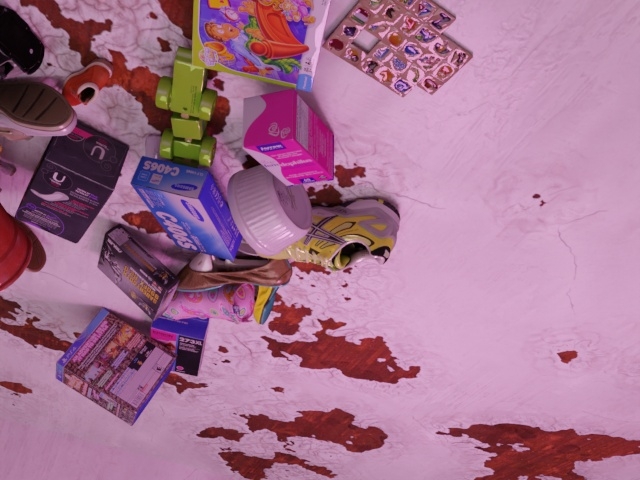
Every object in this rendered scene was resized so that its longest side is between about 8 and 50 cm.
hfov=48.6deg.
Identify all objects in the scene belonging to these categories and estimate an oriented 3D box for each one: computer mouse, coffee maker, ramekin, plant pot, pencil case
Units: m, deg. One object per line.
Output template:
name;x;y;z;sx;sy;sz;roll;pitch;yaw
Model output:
computer mouse;-0.375;-0.168;1.662;0.106;0.042;0.193;7;143;5
coffee maker;-0.668;-0.386;1.400;0.178;0.120;0.171;-13;114;26
ramekin;-0.105;-0.078;1.594;0.109;0.207;0.207;-22;134;23
plant pot;-0.841;-0.040;1.623;0.272;0.272;0.265;5;139;6
pencil case;-0.320;0.173;2.007;0.284;0.124;0.124;1;143;27

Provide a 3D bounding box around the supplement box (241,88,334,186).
supplement box;-0.061;-0.202;1.431;0.111;0.114;0.220;-7;160;21

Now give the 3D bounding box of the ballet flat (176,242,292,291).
ballet flat;-0.245;0.064;1.899;0.342;0.116;0.124;-1;122;14

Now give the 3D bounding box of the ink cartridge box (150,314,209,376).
ink cartridge box;-0.466;0.328;2.326;0.175;0.069;0.371;14;141;-5

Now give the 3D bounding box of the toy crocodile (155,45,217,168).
toy crocodile;-0.273;-0.259;1.483;0.115;0.105;0.341;11;139;-1

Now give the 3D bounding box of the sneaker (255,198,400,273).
sneaker;0.000;0.000;1.713;0.384;0.147;0.145;-11;141;27

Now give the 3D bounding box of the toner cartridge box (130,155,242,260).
toner cartridge box;-0.303;-0.066;1.666;0.165;0.075;0.348;13;158;13

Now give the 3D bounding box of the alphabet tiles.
alphabet tiles;0.154;-0.363;1.308;0.237;0.009;0.198;26;138;-23

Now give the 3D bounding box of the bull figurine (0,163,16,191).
bull figurine;-0.871;-0.176;1.714;0.310;0.101;0.188;-16;138;30

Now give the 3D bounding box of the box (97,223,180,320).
box;-0.501;0.089;1.935;0.231;0.056;0.183;43;140;6

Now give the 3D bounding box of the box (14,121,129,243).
box;-0.586;-0.137;1.665;0.165;0.143;0.270;26;140;-24

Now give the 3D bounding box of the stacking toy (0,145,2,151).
stacking toy;-0.783;-0.267;1.488;0.221;0.052;0.167;31;154;6

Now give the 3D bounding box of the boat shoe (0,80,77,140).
boat shoe;-0.644;-0.274;1.521;0.302;0.113;0.103;18;151;18

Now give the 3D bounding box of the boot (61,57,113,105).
boot;-0.497;-0.309;1.469;0.158;0.085;0.059;-24;135;39

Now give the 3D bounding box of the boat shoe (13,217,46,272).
boat shoe;-0.889;-0.016;1.933;0.098;0.109;0.302;-20;129;41

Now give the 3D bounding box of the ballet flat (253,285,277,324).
ballet flat;-0.165;0.155;2.029;0.077;0.077;0.231;31;140;7

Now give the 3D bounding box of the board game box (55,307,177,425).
board game box;-0.648;0.402;2.254;0.291;0.232;0.141;33;143;1

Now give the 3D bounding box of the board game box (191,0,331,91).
board game box;-0.096;-0.433;1.219;0.233;0.078;0.347;12;143;-3
